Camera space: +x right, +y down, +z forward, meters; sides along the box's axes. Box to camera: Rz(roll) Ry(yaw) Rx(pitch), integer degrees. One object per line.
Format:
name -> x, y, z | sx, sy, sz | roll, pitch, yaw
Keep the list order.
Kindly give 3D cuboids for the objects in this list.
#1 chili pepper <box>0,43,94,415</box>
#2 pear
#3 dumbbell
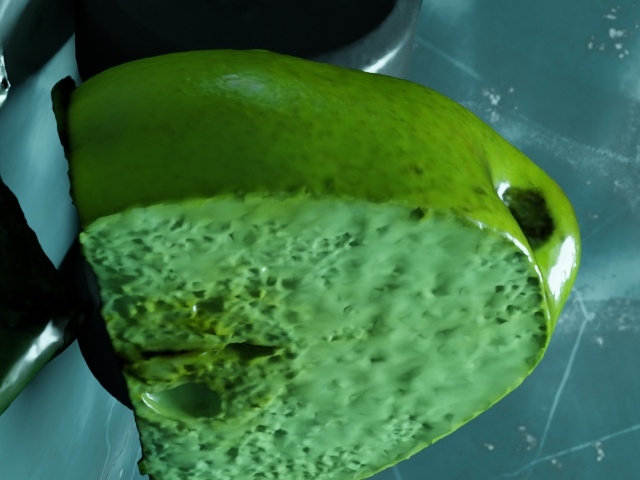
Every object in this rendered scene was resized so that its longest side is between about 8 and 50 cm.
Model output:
chili pepper -> -0.179, -0.023, 0.696 | 0.148, 0.116, 0.264 | -52, 160, -35
pear -> 0.000, 0.000, 0.843 | 0.292, 0.292, 0.159 | 97, -11, -49
dumbbell -> -0.055, -0.046, 1.046 | 0.322, 0.204, 0.203 | 98, 13, -45
